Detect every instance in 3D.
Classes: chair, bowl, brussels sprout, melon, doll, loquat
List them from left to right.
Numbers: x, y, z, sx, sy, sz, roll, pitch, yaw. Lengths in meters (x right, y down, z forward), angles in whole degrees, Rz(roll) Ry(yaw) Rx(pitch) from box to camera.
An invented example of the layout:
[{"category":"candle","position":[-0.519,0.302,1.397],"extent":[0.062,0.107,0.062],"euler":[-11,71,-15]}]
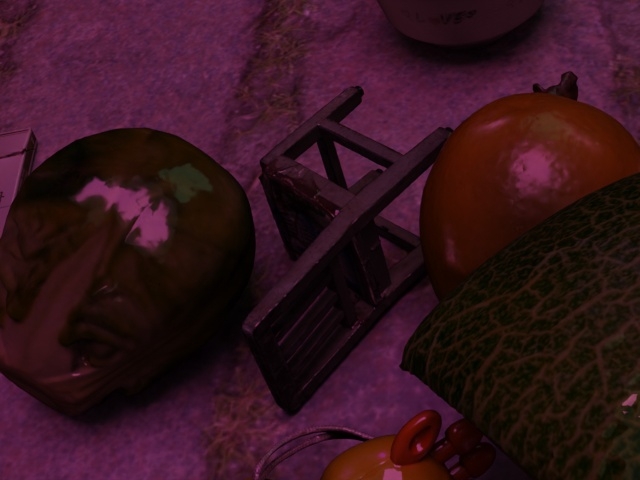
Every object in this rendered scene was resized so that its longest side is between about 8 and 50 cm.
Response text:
[{"category":"brussels sprout","position":[-0.191,0.029,0.916],"extent":[0.219,0.210,0.271],"euler":[33,81,17]},{"category":"chair","position":[0.000,0.000,0.929],"extent":[0.147,0.136,0.270],"euler":[31,65,37]},{"category":"doll","position":[0.031,0.201,0.754],"extent":[0.221,0.143,0.135],"euler":[-30,45,3]},{"category":"bowl","position":[0.164,-0.308,1.162],"extent":[0.238,0.126,0.237],"euler":[-8,48,9]},{"category":"loquat","position":[0.188,-0.034,0.848],"extent":[0.213,0.213,0.246],"euler":[6,65,21]},{"category":"melon","position":[0.273,0.059,0.637],"extent":[0.343,0.226,0.331],"euler":[-46,28,-8]}]

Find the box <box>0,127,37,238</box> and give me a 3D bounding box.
[{"category":"box","position":[-0.397,-0.049,1.160],"extent":[0.109,0.029,0.198],"euler":[-10,48,7]}]
